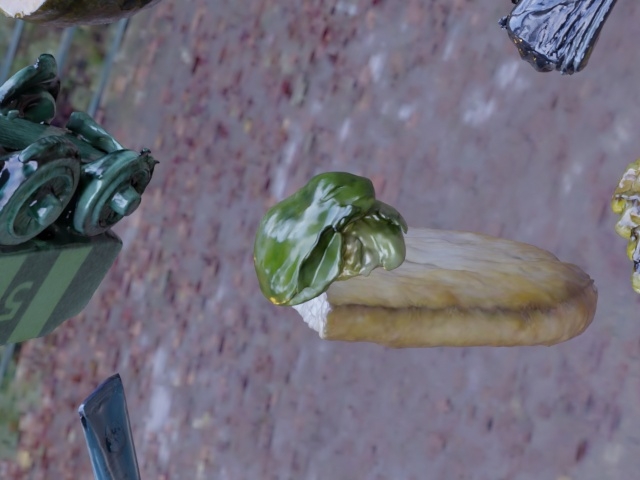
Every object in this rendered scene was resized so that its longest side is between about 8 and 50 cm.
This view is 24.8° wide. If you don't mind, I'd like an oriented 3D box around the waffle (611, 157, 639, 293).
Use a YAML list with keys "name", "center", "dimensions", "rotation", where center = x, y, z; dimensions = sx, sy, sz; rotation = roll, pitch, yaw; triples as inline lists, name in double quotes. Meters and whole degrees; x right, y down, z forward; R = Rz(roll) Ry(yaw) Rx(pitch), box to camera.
- name: "waffle"
  center: [0.378, -0.046, 1.179]
  dimensions: [0.301, 0.058, 0.281]
  rotation: [-14, 36, 26]

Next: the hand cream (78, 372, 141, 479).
- name: "hand cream"
  center: [-0.223, 0.262, 1.606]
  dimensions: [0.048, 0.083, 0.224]
  rotation: [4, 116, 25]

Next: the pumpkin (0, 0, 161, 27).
- name: "pumpkin"
  center: [-0.212, -0.382, 1.575]
  dimensions: [0.242, 0.232, 0.325]
  rotation: [16, 99, 49]

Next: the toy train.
- name: "toy train"
  center: [-0.280, -0.028, 1.239]
  dimensions: [0.167, 0.299, 0.238]
  rotation: [40, 107, 18]

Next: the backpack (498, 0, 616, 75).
- name: "backpack"
  center: [0.330, -0.316, 1.896]
  dimensions: [0.206, 0.133, 0.258]
  rotation: [-58, -8, 19]

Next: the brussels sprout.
- name: "brussels sprout"
  center: [-0.002, -0.003, 1.286]
  dimensions: [0.139, 0.100, 0.181]
  rotation: [-37, 26, -4]

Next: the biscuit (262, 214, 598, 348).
- name: "biscuit"
  center: [0.139, 0.056, 1.911]
  dimensions: [0.429, 0.446, 0.104]
  rotation: [-147, 62, -66]
